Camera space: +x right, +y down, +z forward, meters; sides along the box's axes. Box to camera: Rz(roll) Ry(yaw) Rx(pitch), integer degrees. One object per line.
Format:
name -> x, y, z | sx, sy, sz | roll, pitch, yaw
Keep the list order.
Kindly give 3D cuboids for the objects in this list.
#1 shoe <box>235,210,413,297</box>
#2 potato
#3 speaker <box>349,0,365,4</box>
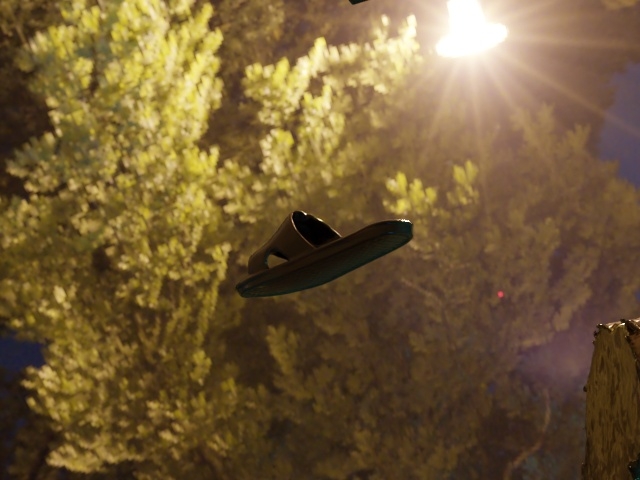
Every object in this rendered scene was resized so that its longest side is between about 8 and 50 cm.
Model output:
shoe -> 0.000, 0.000, 0.740 | 0.159, 0.053, 0.062 | -22, 164, 37
potato -> 0.178, 0.105, 0.473 | 0.089, 0.172, 0.101 | -2, -142, 4
speaker -> 0.110, -0.223, 0.633 | 0.218, 0.082, 0.044 | -13, 168, 20
